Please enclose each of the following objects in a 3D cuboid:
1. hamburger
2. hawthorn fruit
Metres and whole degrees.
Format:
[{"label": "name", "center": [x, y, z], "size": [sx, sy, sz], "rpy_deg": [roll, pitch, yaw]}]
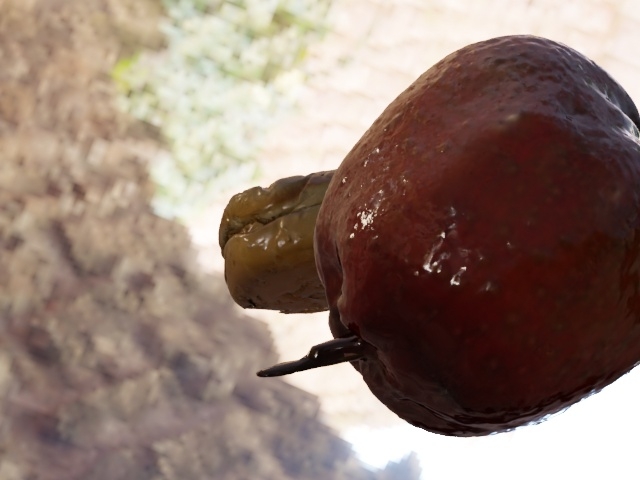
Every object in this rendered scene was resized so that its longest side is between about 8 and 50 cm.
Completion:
[{"label": "hamburger", "center": [0.001, -0.001, 1.930], "size": [0.214, 0.108, 0.214], "rpy_deg": [-6, 158, -2]}, {"label": "hawthorn fruit", "center": [0.087, 0.012, 1.268], "size": [0.300, 0.254, 0.254], "rpy_deg": [-23, -156, -8]}]
